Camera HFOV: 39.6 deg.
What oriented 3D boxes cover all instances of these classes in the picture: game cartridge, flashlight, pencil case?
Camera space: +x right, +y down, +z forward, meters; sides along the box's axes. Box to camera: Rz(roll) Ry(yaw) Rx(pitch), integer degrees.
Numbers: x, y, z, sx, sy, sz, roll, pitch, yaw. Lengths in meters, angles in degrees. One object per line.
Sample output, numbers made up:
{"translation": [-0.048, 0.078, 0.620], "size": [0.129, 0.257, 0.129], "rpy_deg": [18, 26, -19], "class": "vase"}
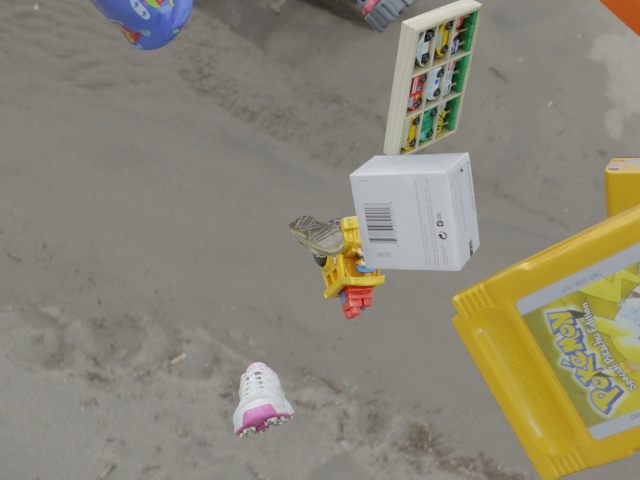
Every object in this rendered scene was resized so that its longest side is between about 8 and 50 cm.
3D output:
{"translation": [0.357, 0.135, 1.128], "size": [0.285, 0.323, 0.052], "rpy_deg": [60, 29, 1], "class": "game cartridge"}
{"translation": [0.047, -0.542, 1.712], "size": [0.304, 0.103, 0.103], "rpy_deg": [45, 56, -7], "class": "flashlight"}
{"translation": [-0.279, -0.381, 1.154], "size": [0.133, 0.306, 0.119], "rpy_deg": [-42, 52, 2], "class": "pencil case"}

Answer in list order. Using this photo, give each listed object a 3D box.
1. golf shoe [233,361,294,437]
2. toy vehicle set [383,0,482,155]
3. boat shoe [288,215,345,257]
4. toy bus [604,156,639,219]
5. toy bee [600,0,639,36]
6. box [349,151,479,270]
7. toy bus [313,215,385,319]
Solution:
{"translation": [-0.127, 0.313, 1.770], "size": [0.115, 0.306, 0.140], "rpy_deg": [-19, 81, -3], "class": "golf shoe"}
{"translation": [0.196, -0.281, 1.570], "size": [0.166, 0.267, 0.035], "rpy_deg": [-28, 51, -32], "class": "toy vehicle set"}
{"translation": [-0.002, 0.001, 1.474], "size": [0.056, 0.048, 0.153], "rpy_deg": [-33, 28, -20], "class": "boat shoe"}
{"translation": [0.658, -0.006, 1.824], "size": [0.108, 0.333, 0.130], "rpy_deg": [2, 24, 31], "class": "toy bus"}
{"translation": [0.296, -0.368, 0.984], "size": [0.298, 0.195, 0.162], "rpy_deg": [42, 72, -14], "class": "toy bee"}
{"translation": [0.166, -0.051, 1.544], "size": [0.182, 0.181, 0.119], "rpy_deg": [0, 22, 29], "class": "box"}
{"translation": [0.082, 0.064, 2.026], "size": [0.149, 0.220, 0.211], "rpy_deg": [0, 68, -20], "class": "toy bus"}
